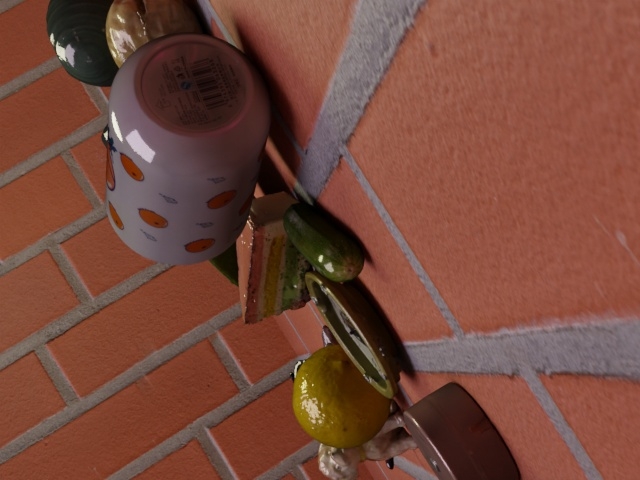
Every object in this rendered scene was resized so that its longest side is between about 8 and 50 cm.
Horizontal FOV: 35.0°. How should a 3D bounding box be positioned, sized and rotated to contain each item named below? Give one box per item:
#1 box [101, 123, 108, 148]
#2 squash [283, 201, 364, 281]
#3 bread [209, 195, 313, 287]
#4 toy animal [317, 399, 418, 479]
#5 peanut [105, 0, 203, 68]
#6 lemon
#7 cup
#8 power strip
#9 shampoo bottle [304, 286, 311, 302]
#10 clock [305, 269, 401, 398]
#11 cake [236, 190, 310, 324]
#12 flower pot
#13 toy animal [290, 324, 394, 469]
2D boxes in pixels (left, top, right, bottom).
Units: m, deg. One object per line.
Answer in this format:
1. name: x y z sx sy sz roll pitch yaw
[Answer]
1. box: -0.297 -0.187 1.969 0.160 0.230 0.050 58 140 3
2. squash: 0.000 0.000 1.395 0.066 0.066 0.229 62 173 -25
3. bread: -0.173 -0.041 1.764 0.366 0.129 0.382 46 -179 42
4. toy animal: 0.075 0.379 1.922 0.104 0.185 0.184 57 174 -10
5. peanut: -0.217 -0.253 1.528 0.149 0.149 0.313 50 173 46
6. lemon: 0.037 0.279 1.789 0.178 0.178 0.203 52 155 39
7. cup: -0.178 -0.124 1.353 0.212 0.212 0.317 56 157 14
8. power strip: 0.172 0.258 1.256 0.154 0.078 0.154 56 171 13
9. shampoo bottle: -0.075 0.038 2.017 0.207 0.063 0.057 61 -178 -32
10. clock: 0.060 0.134 1.556 0.237 0.057 0.237 54 170 14
11. cake: -0.077 0.025 1.598 0.225 0.109 0.090 96 151 -42
12. flower pot: -0.336 -0.351 1.623 0.243 0.157 0.189 -84 -28 -49
13. toy animal: 0.053 0.302 2.025 0.090 0.195 0.324 -15 137 39
